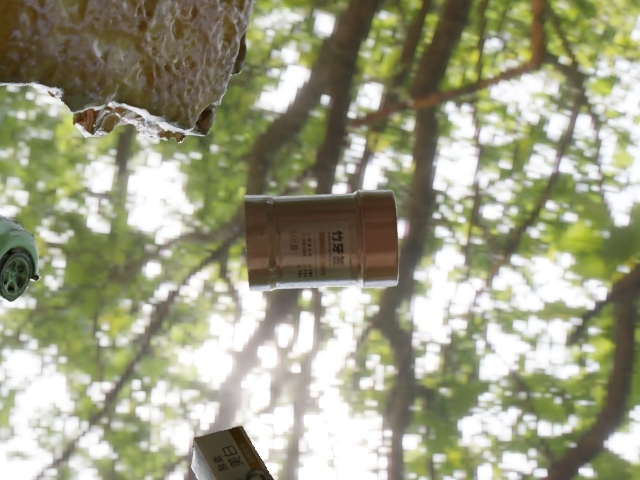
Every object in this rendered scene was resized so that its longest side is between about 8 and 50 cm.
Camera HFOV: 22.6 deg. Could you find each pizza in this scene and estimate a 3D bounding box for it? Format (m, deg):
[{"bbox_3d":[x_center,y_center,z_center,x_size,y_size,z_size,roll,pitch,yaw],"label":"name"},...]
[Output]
[{"bbox_3d":[-0.131,-0.205,1.148,0.114,0.409,0.278,17,-41,27],"label":"pizza"}]

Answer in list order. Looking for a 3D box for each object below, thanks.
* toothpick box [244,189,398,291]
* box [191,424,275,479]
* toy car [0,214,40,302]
[{"bbox_3d":[0.000,0.000,1.591,0.098,0.149,0.098,178,-90,-88],"label":"toothpick box"},{"bbox_3d":[-0.056,0.259,1.472,0.218,0.055,0.039,-125,-148,-46],"label":"box"},{"bbox_3d":[-0.399,-0.009,1.571,0.136,0.306,0.125,12,-84,29],"label":"toy car"}]
